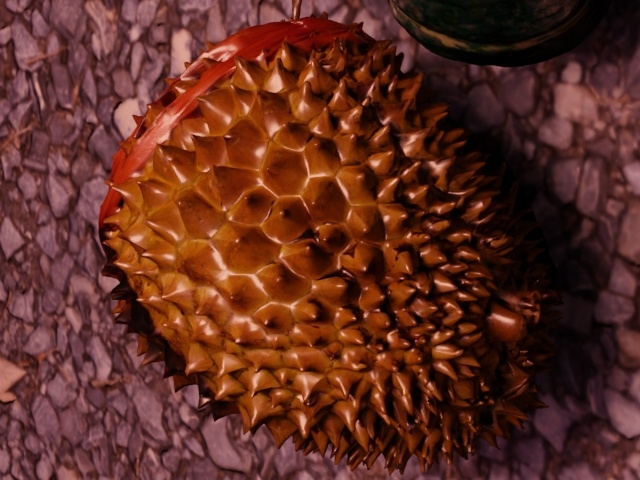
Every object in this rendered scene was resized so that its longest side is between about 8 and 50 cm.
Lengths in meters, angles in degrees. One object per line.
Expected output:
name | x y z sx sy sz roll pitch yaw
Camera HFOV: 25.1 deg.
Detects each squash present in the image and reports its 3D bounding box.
squash | 0.129 -0.245 1.001 0.165 0.252 0.252 6 101 21

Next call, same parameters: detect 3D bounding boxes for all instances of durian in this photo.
durian | 0.003 0.002 1.095 0.384 0.347 0.348 22 111 41

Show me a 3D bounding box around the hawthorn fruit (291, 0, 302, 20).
hawthorn fruit | 0.004 -0.252 1.134 0.157 0.157 0.194 23 97 38
